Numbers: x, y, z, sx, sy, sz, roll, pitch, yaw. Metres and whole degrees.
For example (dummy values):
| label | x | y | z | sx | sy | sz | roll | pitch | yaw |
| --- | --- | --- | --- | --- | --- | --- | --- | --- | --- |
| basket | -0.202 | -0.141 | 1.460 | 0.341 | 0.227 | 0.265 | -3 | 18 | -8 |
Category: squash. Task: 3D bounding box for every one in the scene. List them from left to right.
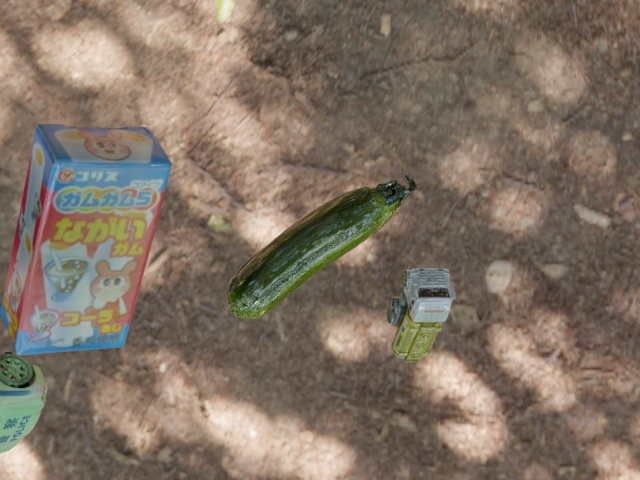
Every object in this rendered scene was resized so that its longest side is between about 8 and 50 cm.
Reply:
| label | x | y | z | sx | sy | sz | roll | pitch | yaw |
| --- | --- | --- | --- | --- | --- | --- | --- | --- | --- |
| squash | -0.001 | 0.000 | 1.480 | 0.331 | 0.087 | 0.087 | -35 | 111 | 1 |

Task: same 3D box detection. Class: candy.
| label | x | y | z | sx | sy | sz | roll | pitch | yaw |
| --- | --- | --- | --- | --- | --- | --- | --- | --- | --- |
| candy | -0.307 | 0.002 | 1.321 | 0.157 | 0.100 | 0.306 | -1 | 125 | -33 |

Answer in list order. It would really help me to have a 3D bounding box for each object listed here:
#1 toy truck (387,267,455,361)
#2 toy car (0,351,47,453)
| label | x | y | z | sx | sy | sz | roll | pitch | yaw |
| --- | --- | --- | --- | --- | --- | --- | --- | --- | --- |
| toy truck | 0.112 | 0.083 | 1.138 | 0.052 | 0.063 | 0.123 | 1 | 145 | -11 |
| toy car | -0.318 | 0.143 | 0.791 | 0.224 | 0.076 | 0.090 | 5 | 129 | -40 |
